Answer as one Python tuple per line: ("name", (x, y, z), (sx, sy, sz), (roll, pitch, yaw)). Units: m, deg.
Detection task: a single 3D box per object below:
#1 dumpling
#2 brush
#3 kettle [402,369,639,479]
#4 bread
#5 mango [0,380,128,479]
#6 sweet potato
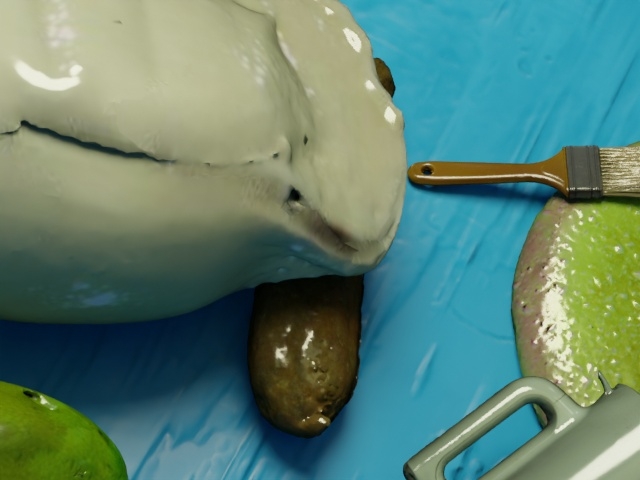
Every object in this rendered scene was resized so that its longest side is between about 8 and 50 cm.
("dumpling", (-0.134, -0.106, 1.063), (0.395, 0.233, 0.316), (8, 68, -8))
("brush", (0.144, -0.047, 1.212), (0.169, 0.014, 0.043), (0, 53, 2))
("kettle", (0.148, 0.157, 1.082), (0.148, 0.098, 0.127), (-33, 118, -5))
("bread", (0.269, 0.066, 1.205), (0.301, 0.045, 0.301), (4, 68, -10))
("mango", (-0.198, 0.139, 1.025), (0.178, 0.100, 0.119), (3, 106, -21))
("sweet potato", (0.000, 0.000, 1.149), (0.075, 0.075, 0.273), (15, 62, -8))
